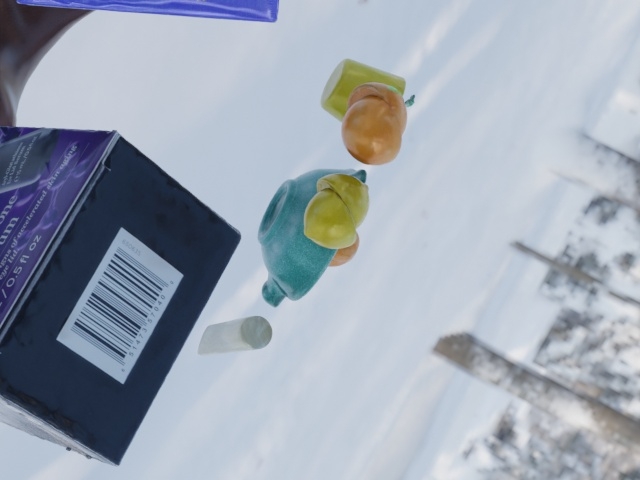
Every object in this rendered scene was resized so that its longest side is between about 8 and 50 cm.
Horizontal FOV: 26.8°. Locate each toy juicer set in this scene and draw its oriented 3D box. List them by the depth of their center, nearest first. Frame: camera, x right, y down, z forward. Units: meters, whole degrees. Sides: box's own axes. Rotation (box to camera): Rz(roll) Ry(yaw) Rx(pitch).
[{"bbox_3d":[0.000,0.000,1.207,0.329,0.089,0.209,-62,-165,6],"label":"toy juicer set"}]

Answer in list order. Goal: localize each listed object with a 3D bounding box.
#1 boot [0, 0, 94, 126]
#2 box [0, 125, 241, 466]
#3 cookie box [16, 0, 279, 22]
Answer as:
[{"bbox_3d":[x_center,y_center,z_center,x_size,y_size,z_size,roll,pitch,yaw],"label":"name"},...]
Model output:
[{"bbox_3d":[-0.157,-0.194,1.074,0.096,0.280,0.264,82,0,-48],"label":"boot"},{"bbox_3d":[-0.172,0.024,0.781,0.108,0.207,0.153,41,68,-37],"label":"box"},{"bbox_3d":[-0.068,-0.140,0.552,0.040,0.107,0.092,-105,-161,-75],"label":"cookie box"}]
